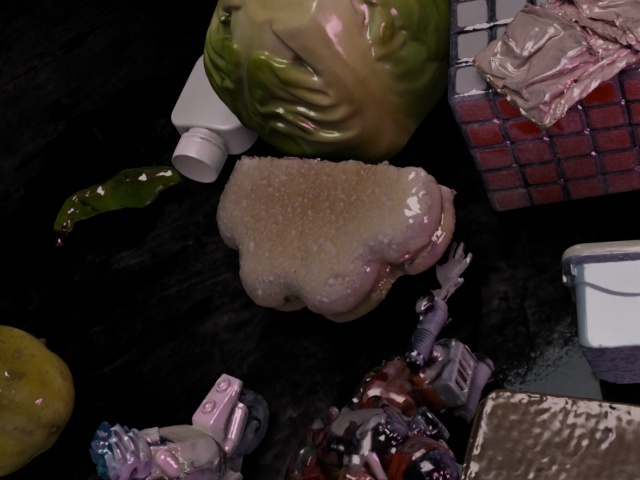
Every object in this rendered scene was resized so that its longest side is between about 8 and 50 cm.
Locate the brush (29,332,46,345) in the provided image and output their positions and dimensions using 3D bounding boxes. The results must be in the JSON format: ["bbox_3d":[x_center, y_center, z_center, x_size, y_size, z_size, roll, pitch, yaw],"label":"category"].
[{"bbox_3d":[-0.471,0.148,1.700,0.248,0.036,0.043,-5,52,18],"label":"brush"}]

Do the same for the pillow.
[{"bbox_3d":[0.282,-0.224,1.348,0.248,0.049,0.135,-35,50,-6],"label":"pillow"}]

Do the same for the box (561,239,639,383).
[{"bbox_3d":[0.366,0.067,1.349,0.227,0.162,0.130,-4,67,20],"label":"box"}]

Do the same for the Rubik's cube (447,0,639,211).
[{"bbox_3d":[0.279,-0.202,1.508,0.238,0.237,0.237,-8,58,14],"label":"Rubik's cube"}]

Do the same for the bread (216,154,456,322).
[{"bbox_3d":[0.004,0.000,1.540,0.337,0.102,0.183,6,78,44],"label":"bread"}]

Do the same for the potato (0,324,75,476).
[{"bbox_3d":[-0.413,0.187,1.579,0.228,0.148,0.197,30,68,29],"label":"potato"}]

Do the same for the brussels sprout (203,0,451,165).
[{"bbox_3d":[0.011,-0.242,1.565,0.289,0.354,0.281,35,85,25],"label":"brussels sprout"}]

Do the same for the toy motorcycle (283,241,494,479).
[{"bbox_3d":[0.093,0.175,1.384,0.207,0.134,0.401,-20,28,47],"label":"toy motorcycle"}]

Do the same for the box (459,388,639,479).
[{"bbox_3d":[0.277,0.263,1.257,0.273,0.143,0.184,4,60,24],"label":"box"}]

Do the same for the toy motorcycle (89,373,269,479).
[{"bbox_3d":[-0.161,0.234,1.412,0.108,0.204,0.239,-1,53,34],"label":"toy motorcycle"}]

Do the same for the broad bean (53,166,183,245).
[{"bbox_3d":[-0.274,-0.058,1.754,0.195,0.046,0.061,-27,63,8],"label":"broad bean"}]

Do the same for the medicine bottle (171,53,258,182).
[{"bbox_3d":[-0.134,-0.169,1.759,0.119,0.069,0.183,9,60,25],"label":"medicine bottle"}]
